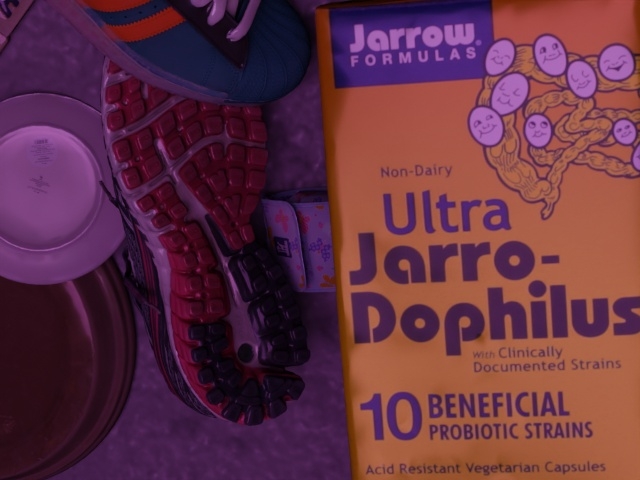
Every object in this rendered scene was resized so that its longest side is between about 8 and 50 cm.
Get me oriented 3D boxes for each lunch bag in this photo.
[{"bbox_3d":[0.000,0.000,1.064,0.083,0.053,0.071,0,106,21],"label":"lunch bag"}]

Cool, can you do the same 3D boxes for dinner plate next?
[{"bbox_3d":[-0.204,-0.038,1.080,0.141,0.017,0.141,0,88,-4],"label":"dinner plate"}]

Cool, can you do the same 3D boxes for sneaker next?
[{"bbox_3d":[-0.103,-0.014,1.051,0.112,0.121,0.299,-2,100,57],"label":"sneaker"},{"bbox_3d":[-0.113,-0.189,0.940,0.302,0.108,0.121,32,152,-25],"label":"sneaker"}]

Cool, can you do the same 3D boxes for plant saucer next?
[{"bbox_3d":[-0.280,0.074,1.146,0.278,0.041,0.278,3,109,10],"label":"plant saucer"}]

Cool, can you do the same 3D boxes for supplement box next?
[{"bbox_3d":[0.119,0.017,0.949,0.194,0.195,0.357,-3,100,11],"label":"supplement box"}]

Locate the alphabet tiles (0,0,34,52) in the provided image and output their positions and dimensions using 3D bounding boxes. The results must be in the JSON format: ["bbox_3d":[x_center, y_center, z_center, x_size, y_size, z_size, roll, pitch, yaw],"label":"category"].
[{"bbox_3d":[-0.376,-0.235,1.078,0.342,0.011,0.285,39,110,-4],"label":"alphabet tiles"}]
